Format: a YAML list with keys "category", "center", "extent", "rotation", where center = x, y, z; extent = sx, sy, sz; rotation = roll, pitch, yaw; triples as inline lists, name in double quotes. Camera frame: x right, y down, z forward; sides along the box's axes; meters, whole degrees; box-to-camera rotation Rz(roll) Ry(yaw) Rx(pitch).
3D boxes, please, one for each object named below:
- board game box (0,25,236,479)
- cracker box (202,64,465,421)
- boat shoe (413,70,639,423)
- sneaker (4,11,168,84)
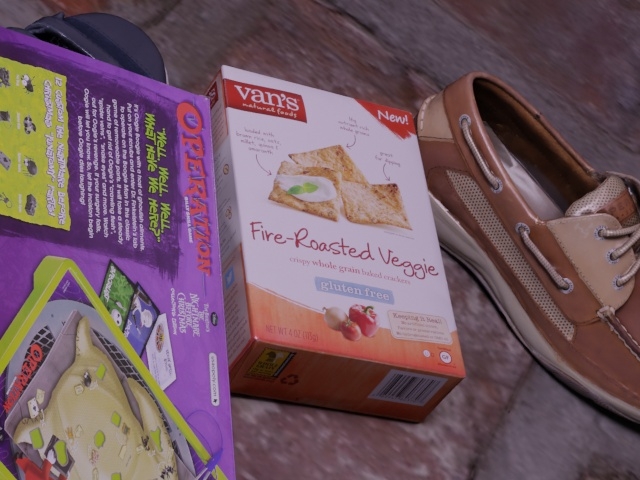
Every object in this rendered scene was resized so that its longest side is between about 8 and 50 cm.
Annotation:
- category: "board game box"
  center: [-0.133, 0.063, 0.880]
  extent: [0.208, 0.056, 0.346]
  rotation: [14, 63, -42]
- category: "cracker box"
  center: [0.000, 0.000, 1.134]
  extent: [0.156, 0.067, 0.232]
  rotation: [11, 49, -26]
- category: "boat shoe"
  center: [0.188, 0.007, 1.212]
  extent: [0.324, 0.116, 0.123]
  rotation: [42, 43, 5]
- category: "sneaker"
  center: [-0.171, -0.071, 1.045]
  extent: [0.126, 0.127, 0.321]
  rotation: [35, 42, -2]
